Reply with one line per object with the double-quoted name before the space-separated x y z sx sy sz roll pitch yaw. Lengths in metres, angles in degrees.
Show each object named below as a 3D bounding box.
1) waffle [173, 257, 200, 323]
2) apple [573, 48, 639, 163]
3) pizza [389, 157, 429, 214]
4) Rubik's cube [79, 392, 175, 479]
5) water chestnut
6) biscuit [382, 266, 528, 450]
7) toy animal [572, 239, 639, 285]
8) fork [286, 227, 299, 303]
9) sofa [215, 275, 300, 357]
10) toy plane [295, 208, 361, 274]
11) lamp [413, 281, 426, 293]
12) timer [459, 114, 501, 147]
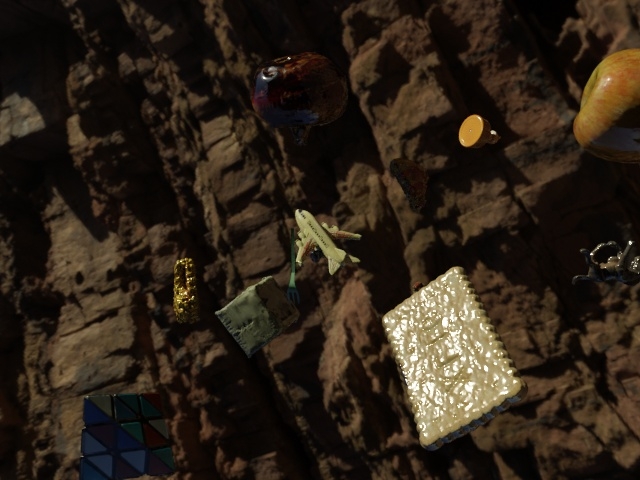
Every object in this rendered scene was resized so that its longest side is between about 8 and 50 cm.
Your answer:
"waffle" -0.412 0.152 1.652 0.070 0.197 0.193 -3 -142 -19
"apple" 0.738 -0.305 1.261 0.264 0.264 0.264 46 -152 -34
"pizza" 0.315 -0.184 1.791 0.188 0.062 0.198 3 -111 -43
"Rubik's cube" -0.498 0.429 1.347 0.250 0.284 0.234 -74 -33 -47
"water chestnut" -0.067 -0.475 1.839 0.350 0.351 0.302 -62 -32 -62
"biscuit" 0.237 0.210 1.017 0.044 0.217 0.324 41 -160 -33
"toy animal" 0.915 0.081 1.699 0.084 0.233 0.148 -13 -89 -77
"fork" -0.085 0.080 1.608 0.021 0.039 0.235 -44 -47 -74
"sofa" -0.209 0.261 1.903 0.210 0.176 0.225 51 -161 1
"toy plane" 0.000 0.000 1.576 0.229 0.092 0.244 -23 -127 -33
"lamp" 0.360 0.181 1.910 0.083 0.063 0.031 55 163 -14
"timer" 0.662 -0.427 2.187 0.152 0.132 0.132 8 -127 -29
